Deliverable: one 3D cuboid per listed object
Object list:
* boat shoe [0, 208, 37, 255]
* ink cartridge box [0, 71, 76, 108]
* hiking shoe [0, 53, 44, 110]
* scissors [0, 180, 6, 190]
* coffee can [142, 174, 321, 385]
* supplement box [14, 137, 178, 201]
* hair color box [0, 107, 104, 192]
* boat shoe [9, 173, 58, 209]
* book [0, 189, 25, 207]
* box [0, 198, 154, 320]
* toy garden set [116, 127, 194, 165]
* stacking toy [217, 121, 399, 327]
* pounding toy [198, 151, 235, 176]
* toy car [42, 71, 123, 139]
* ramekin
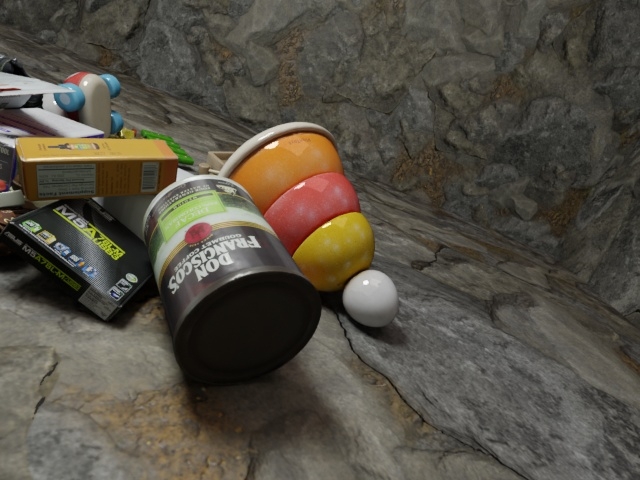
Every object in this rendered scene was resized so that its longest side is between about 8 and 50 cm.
[{"bbox_3d":[-0.490,-0.008,0.649,0.073,0.073,0.207,-5,9,35],"label":"boat shoe"},{"bbox_3d":[-0.760,-0.290,0.901,0.386,0.091,0.308,19,28,24],"label":"ink cartridge box"},{"bbox_3d":[-0.767,-0.361,1.129,0.114,0.226,0.086,20,51,28],"label":"hiking shoe"},{"bbox_3d":[-0.626,-0.051,0.617,0.298,0.021,0.109,-16,16,-26],"label":"scissors"},{"bbox_3d":[-0.149,0.048,0.671,0.202,0.201,0.275,9,28,-36],"label":"coffee can"},{"bbox_3d":[-0.368,-0.123,0.732,0.234,0.080,0.078,-7,40,-39],"label":"supplement box"},{"bbox_3d":[-0.669,-0.216,0.985,0.185,0.110,0.338,20,17,-4],"label":"hair color box"},{"bbox_3d":[-0.541,-0.139,0.937,0.095,0.095,0.257,22,18,-3],"label":"boat shoe"},{"bbox_3d":[-0.546,-0.057,0.695,0.144,0.035,0.096,2,13,44],"label":"book"},{"bbox_3d":[-0.363,0.017,0.696,0.191,0.045,0.184,43,18,-11],"label":"box"},{"bbox_3d":[-0.572,-0.315,1.475,0.204,0.049,0.244,8,24,-42],"label":"toy garden set"},{"bbox_3d":[0.000,0.000,0.990,0.351,0.350,0.479,-1,48,-51],"label":"stacking toy"},{"bbox_3d":[-0.312,-0.210,1.423,0.206,0.094,0.181,-11,42,-44],"label":"pounding toy"},{"bbox_3d":[-0.752,-0.396,1.280,0.238,0.210,0.219,11,29,3],"label":"toy car"},{"bbox_3d":[-0.357,-0.073,0.907,0.278,0.135,0.277,20,18,-7],"label":"ramekin"}]
